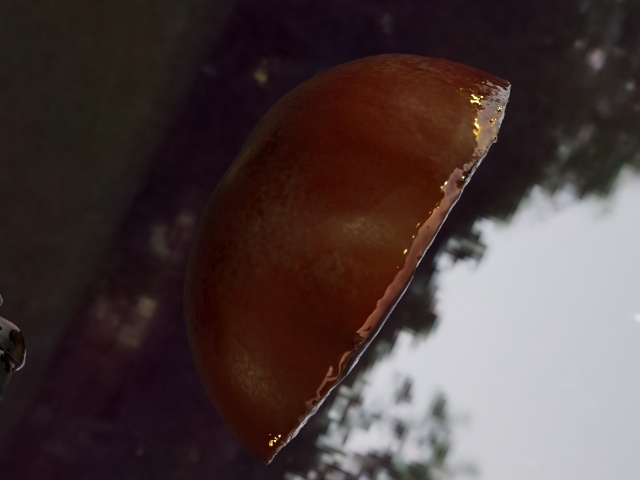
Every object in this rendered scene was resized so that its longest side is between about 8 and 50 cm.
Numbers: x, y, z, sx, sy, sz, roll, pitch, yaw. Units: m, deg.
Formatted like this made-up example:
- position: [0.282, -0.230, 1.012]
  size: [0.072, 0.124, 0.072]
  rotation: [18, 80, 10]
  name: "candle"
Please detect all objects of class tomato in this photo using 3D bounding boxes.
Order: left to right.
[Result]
- position: [-0.007, -0.010, 1.234]
  size: [0.338, 0.144, 0.338]
  rotation: [-57, 180, 1]
  name: "tomato"

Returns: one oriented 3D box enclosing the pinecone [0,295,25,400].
- position: [-0.331, 0.082, 1.153]
  size: [0.296, 0.242, 0.298]
  rotation: [-4, 115, -62]
  name: "pinecone"
